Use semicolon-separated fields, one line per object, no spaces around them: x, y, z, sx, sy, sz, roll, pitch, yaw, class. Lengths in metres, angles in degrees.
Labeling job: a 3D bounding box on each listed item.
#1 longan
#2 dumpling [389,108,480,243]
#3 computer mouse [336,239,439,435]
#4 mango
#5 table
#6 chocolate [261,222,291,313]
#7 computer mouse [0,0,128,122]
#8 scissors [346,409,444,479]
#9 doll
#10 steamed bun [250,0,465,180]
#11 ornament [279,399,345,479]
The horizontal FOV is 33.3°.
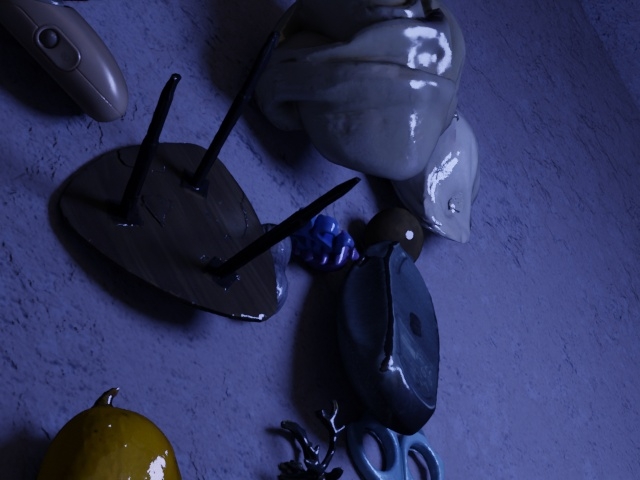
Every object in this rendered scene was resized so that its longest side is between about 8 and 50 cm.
0.117;0.005;1.788;0.119;0.106;0.106;-46;106;-16;longan
0.223;-0.141;1.970;0.260;0.181;0.341;32;18;-48;dumpling
0.095;0.144;1.612;0.203;0.114;0.374;55;22;-23;computer mouse
-0.216;0.305;1.095;0.176;0.119;0.317;29;52;-41;mango
-0.136;-0.096;1.339;0.317;0.249;0.317;25;37;-21;table
-0.078;0.043;1.517;0.072;0.072;0.167;39;36;-27;chocolate
-0.330;-0.254;1.372;0.236;0.082;0.145;49;-1;-17;computer mouse
0.111;0.411;1.510;0.191;0.029;0.360;28;46;-32;scissors
0.000;0.000;1.599;0.206;0.109;0.067;70;35;-65;doll
0.081;-0.302;1.751;0.342;0.255;0.368;23;37;9;steamed bun
0.048;0.320;1.431;0.202;0.080;0.236;-24;79;-47;ornament
